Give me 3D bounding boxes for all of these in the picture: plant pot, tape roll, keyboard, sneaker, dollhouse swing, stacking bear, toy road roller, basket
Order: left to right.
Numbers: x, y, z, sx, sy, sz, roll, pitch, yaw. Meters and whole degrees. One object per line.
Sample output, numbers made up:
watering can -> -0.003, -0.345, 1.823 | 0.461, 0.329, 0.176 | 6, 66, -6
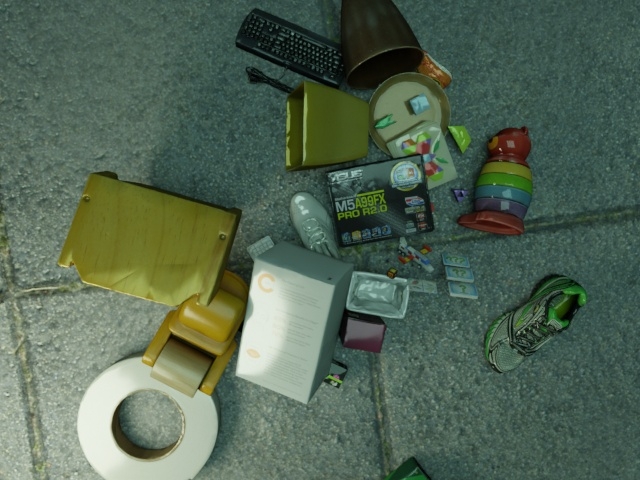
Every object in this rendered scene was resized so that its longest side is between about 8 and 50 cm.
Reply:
tape roll -> -0.477, 0.509, 1.559 | 0.392, 0.072, 0.391 | 0, 92, -2
dollhouse swing -> -0.395, -0.002, 1.396 | 0.347, 0.305, 0.315 | 16, 78, -3
toy road roller -> -0.308, 0.229, 1.441 | 0.203, 0.240, 0.329 | 28, 71, -3
keyboard -> -0.111, 0.114, 1.545 | 0.072, 0.014, 0.256 | -30, 93, 1
keyboard -> -0.088, -0.505, 1.551 | 0.317, 0.033, 0.201 | 22, 92, -2
sneaker -> 0.000, 0.000, 1.527 | 0.111, 0.129, 0.297 | -25, 92, 0
plant pot -> 0.019, -0.294, 1.488 | 0.187, 0.212, 0.212 | 1, 92, -16
plant pot -> 0.140, -0.561, 1.484 | 0.215, 0.215, 0.230 | -16, 82, -1
basket -> 0.155, 0.146, 1.551 | 0.167, 0.103, 0.113 | 10, 92, -3
plant pot -> 0.245, -0.348, 1.554 | 0.236, 0.032, 0.236 | -1, 103, -3
sneaker -> 0.288, -0.487, 1.551 | 0.175, 0.064, 0.067 | 39, 100, -1
stacking bear -> 0.506, -0.172, 1.530 | 0.164, 0.175, 0.288 | 14, 84, -11
sneaker -> 0.597, 0.234, 1.551 | 0.134, 0.146, 0.343 | 40, 91, -3

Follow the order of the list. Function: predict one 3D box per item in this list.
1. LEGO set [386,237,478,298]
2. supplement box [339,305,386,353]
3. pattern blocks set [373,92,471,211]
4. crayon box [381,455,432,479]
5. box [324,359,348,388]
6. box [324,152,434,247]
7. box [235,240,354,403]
LEGO set -> 0.303, 0.070, 1.520 | 0.244, 0.182, 0.060 | 8, 127, -1
supplement box -> 0.109, 0.239, 1.510 | 0.104, 0.188, 0.080 | 11, 92, -3
pattern blocks set -> 0.288, -0.226, 1.550 | 0.285, 0.026, 0.325 | -38, 100, 5
crayon box -> 0.210, 0.807, 1.592 | 0.318, 0.081, 0.202 | -39, 94, 0
box -> 0.027, 0.373, 1.581 | 0.083, 0.052, 0.062 | 25, 92, -2
box -> 0.164, -0.109, 1.532 | 0.270, 0.060, 0.216 | -10, 103, 5
box -> -0.068, 0.207, 1.440 | 0.215, 0.168, 0.345 | 18, 111, 15
